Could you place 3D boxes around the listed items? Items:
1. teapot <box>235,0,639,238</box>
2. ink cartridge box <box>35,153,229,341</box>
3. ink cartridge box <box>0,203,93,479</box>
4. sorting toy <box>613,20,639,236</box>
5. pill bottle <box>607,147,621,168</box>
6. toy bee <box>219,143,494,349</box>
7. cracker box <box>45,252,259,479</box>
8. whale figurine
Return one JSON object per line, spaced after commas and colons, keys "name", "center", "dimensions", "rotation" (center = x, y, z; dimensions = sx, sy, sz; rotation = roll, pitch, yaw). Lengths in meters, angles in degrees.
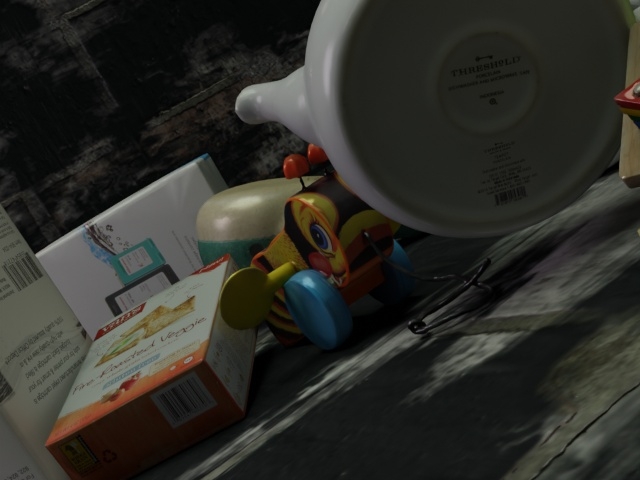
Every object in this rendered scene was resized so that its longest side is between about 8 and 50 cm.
{"name": "teapot", "center": [0.106, -0.133, 0.843], "dimensions": [0.253, 0.256, 0.187], "rotation": [-60, 14, 11]}
{"name": "ink cartridge box", "center": [-0.221, 0.040, 1.479], "dimensions": [0.270, 0.197, 0.198], "rotation": [-30, 7, 3]}
{"name": "ink cartridge box", "center": [-0.305, 0.110, 1.019], "dimensions": [0.114, 0.273, 0.198], "rotation": [-31, 6, 16]}
{"name": "sorting toy", "center": [0.234, -0.104, 0.669], "dimensions": [0.132, 0.046, 0.275], "rotation": [-17, 47, 39]}
{"name": "pill bottle", "center": [0.324, -0.229, 1.089], "dimensions": [0.361, 0.204, 0.204], "rotation": [-34, 7, -27]}
{"name": "toy bee", "center": [0.016, -0.004, 0.953], "dimensions": [0.298, 0.162, 0.195], "rotation": [-24, 7, 41]}
{"name": "cracker box", "center": [-0.139, 0.112, 1.005], "dimensions": [0.155, 0.067, 0.232], "rotation": [-30, 17, 11]}
{"name": "whale figurine", "center": [0.000, 0.000, 1.260], "dimensions": [0.271, 0.141, 0.216], "rotation": [-6, 7, -1]}
